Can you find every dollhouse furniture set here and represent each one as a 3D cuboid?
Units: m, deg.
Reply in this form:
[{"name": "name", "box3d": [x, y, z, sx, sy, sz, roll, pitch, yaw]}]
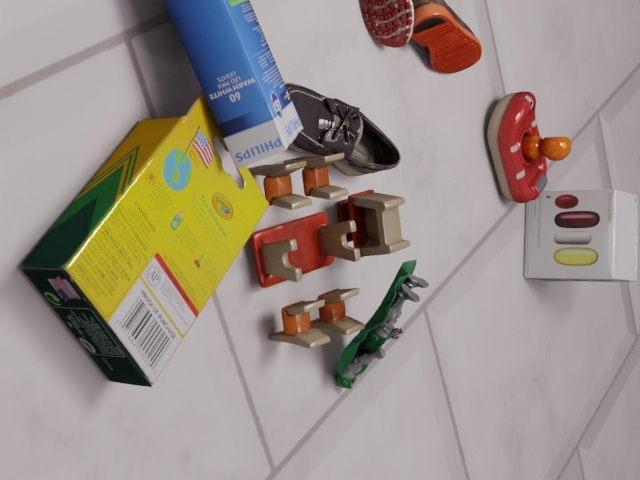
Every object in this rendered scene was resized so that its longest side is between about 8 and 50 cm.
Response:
[{"name": "dollhouse furniture set", "box3d": [0.000, 0.000, 1.552, 0.259, 0.135, 0.262, -17, 104, -42]}]

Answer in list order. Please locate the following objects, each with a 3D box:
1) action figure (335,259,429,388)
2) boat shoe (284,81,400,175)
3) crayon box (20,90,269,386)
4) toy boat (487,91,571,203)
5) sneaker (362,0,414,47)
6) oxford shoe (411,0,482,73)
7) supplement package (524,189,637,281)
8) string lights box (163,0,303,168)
[{"name": "action figure", "box3d": [0.085, 0.148, 1.603, 0.232, 0.063, 0.137, -58, 172, 33]}, {"name": "boat shoe", "box3d": [0.026, -0.170, 1.584, 0.285, 0.092, 0.103, 28, 67, -51]}, {"name": "crayon box", "box3d": [-0.199, -0.007, 1.274, 0.318, 0.081, 0.202, -58, 134, -36]}, {"name": "toy boat", "box3d": [0.437, -0.192, 2.118, 0.151, 0.151, 0.231, -49, 128, -44]}, {"name": "sneaker", "box3d": [0.119, -0.434, 1.726, 0.093, 0.088, 0.225, -40, 126, -57]}, {"name": "oxford shoe", "box3d": [0.220, -0.383, 1.865, 0.271, 0.097, 0.098, 33, 37, -63]}, {"name": "supplement package", "box3d": [0.566, -0.008, 2.255, 0.149, 0.203, 0.194, 6, 84, -55]}, {"name": "string lights box", "box3d": [-0.112, -0.236, 1.324, 0.133, 0.076, 0.260, -64, 133, -71]}]
